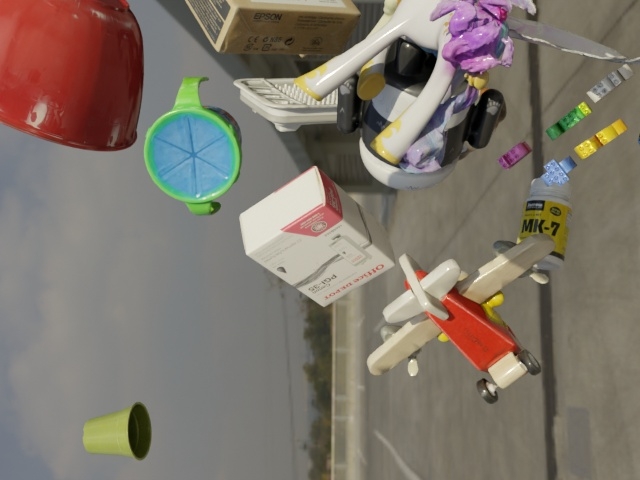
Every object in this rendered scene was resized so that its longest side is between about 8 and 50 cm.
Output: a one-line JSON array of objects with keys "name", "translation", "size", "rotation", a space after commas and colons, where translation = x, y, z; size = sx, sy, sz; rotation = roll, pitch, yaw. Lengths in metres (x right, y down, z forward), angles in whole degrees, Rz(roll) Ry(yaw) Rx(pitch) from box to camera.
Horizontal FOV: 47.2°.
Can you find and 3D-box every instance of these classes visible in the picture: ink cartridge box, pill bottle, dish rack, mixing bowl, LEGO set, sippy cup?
[{"name": "ink cartridge box", "translation": [0.000, 0.000, 1.550], "size": [0.283, 0.207, 0.117], "rotation": [38, -152, -43]}, {"name": "pill bottle", "translation": [0.553, -0.041, 1.802], "size": [0.119, 0.119, 0.209], "rotation": [85, -163, -78]}, {"name": "dish rack", "translation": [-0.017, -0.324, 1.729], "size": [0.285, 0.332, 0.072], "rotation": [-137, 45, -56]}, {"name": "mixing bowl", "translation": [-0.208, -0.158, 0.565], "size": [0.098, 0.181, 0.181], "rotation": [-58, 10, 19]}, {"name": "LEGO set", "translation": [0.356, -0.142, 1.044], "size": [0.087, 0.227, 0.093], "rotation": [54, -144, 7]}, {"name": "ink cartridge box", "translation": [-0.084, -0.378, 1.117], "size": [0.193, 0.234, 0.088], "rotation": [59, 138, 24]}, {"name": "sippy cup", "translation": [-0.294, -0.235, 1.821], "size": [0.305, 0.240, 0.224], "rotation": [-55, 8, 19]}]

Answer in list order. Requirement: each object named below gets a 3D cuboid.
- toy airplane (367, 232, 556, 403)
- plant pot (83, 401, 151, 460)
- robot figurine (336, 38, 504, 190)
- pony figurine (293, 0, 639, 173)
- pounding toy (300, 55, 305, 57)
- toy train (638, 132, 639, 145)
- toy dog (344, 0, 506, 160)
[{"name": "toy airplane", "translation": [0.300, 0.147, 1.617], "size": [0.272, 0.385, 0.385], "rotation": [-91, 2, -59]}, {"name": "plant pot", "translation": [-0.301, 0.283, 1.071], "size": [0.083, 0.079, 0.083], "rotation": [-9, -90, -81]}, {"name": "robot figurine", "translation": [0.151, -0.209, 1.146], "size": [0.173, 0.209, 0.278], "rotation": [-33, -33, -31]}, {"name": "pony figurine", "translation": [0.175, -0.260, 0.889], "size": [0.363, 0.302, 0.351], "rotation": [-53, 48, 11]}, {"name": "pounding toy", "translation": [0.001, -0.495, 1.715], "size": [0.110, 0.183, 0.237], "rotation": [51, -168, 17]}, {"name": "toy train", "translation": [0.885, -0.293, 1.885], "size": [0.105, 0.080, 0.184], "rotation": [-29, 20, 44]}, {"name": "toy dog", "translation": [0.306, -0.406, 1.972], "size": [0.395, 0.284, 0.408], "rotation": [3, -128, -53]}]
